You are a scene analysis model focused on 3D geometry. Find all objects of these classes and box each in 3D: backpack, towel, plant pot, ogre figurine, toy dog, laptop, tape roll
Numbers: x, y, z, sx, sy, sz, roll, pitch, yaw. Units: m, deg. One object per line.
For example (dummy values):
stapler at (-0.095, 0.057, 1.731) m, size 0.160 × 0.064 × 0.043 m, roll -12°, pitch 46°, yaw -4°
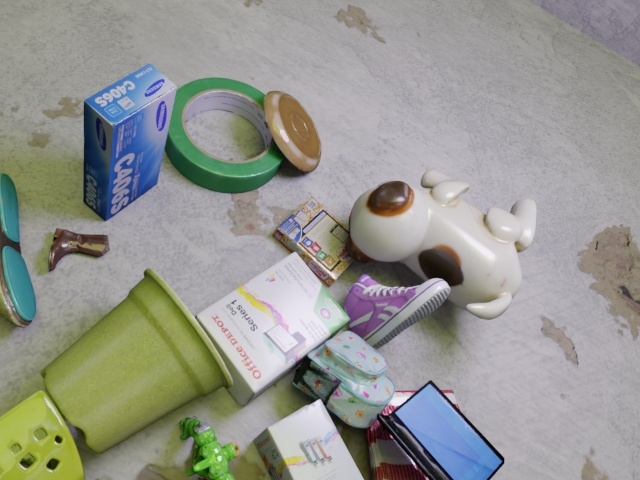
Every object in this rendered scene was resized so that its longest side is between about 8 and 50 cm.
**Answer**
backpack at (0.064, 0.289, 1.167) m, size 0.188 × 0.144 × 0.166 m, roll 42°, pitch 19°, yaw 17°
towel at (0.220, 0.469, 1.178) m, size 0.237 × 0.037 × 0.329 m, roll 4°, pitch 50°, yaw -14°
plant pot at (-0.477, 0.399, 0.877) m, size 0.207 × 0.227 × 0.228 m, roll 49°, pitch 55°, yaw 2°
ogre figurine at (-0.202, 0.415, 1.035) m, size 0.097 × 0.118 × 0.197 m, roll 1°, pitch 62°, yaw -22°
toy dog at (0.261, 0.005, 1.354) m, size 0.408 × 0.284 × 0.395 m, roll 24°, pitch 50°, yaw -6°
plant pot at (-0.063, -0.294, 1.477) m, size 0.236 × 0.032 × 0.236 m, roll 41°, pitch 36°, yaw -40°
laptop at (0.252, 0.404, 1.129) m, size 0.136 × 0.264 × 0.234 m, roll -43°, pitch 67°, yaw -3°
plant pot at (-0.343, 0.234, 1.021) m, size 0.254 × 0.276 × 0.276 m, roll -36°, pitch 79°, yaw -22°
tape roll at (-0.242, -0.276, 1.448) m, size 0.321 × 0.077 × 0.321 m, roll 10°, pitch 58°, yaw -16°

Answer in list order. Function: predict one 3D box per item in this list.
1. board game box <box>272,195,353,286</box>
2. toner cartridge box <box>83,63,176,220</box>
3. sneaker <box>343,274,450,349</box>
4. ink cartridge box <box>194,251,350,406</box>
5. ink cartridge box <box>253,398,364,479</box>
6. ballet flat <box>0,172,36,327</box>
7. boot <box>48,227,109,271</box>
board game box at (0.000, 0.000, 1.403) m, size 0.193 × 0.045 × 0.147 m, roll 43°, pitch 55°, yaw 5°
toner cartridge box at (-0.405, -0.191, 1.167) m, size 0.075 × 0.348 × 0.165 m, roll 40°, pitch 55°, yaw 2°
sneaker at (0.150, 0.126, 1.250) m, size 0.102 × 0.282 × 0.161 m, roll 0°, pitch 57°, yaw -47°
ink cartridge box at (-0.110, 0.186, 1.206) m, size 0.278 × 0.117 × 0.201 m, roll -33°, pitch 77°, yaw -33°
ink cartridge box at (-0.028, 0.426, 1.092) m, size 0.127 × 0.128 × 0.176 m, roll -19°, pitch 69°, yaw -30°
ballet flat at (-0.646, 0.024, 1.099) m, size 0.123 × 0.123 × 0.348 m, roll -10°, pitch 66°, yaw -27°
boot at (-0.512, 0.026, 1.190) m, size 0.114 × 0.037 × 0.106 m, roll 12°, pitch 60°, yaw -21°
